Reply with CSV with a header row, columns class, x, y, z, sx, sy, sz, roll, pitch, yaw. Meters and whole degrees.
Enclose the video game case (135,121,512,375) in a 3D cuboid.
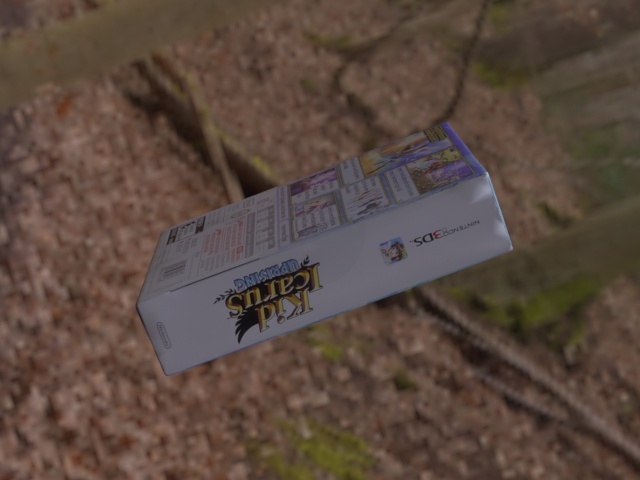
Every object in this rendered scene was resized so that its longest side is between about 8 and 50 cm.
class,x,y,z,sx,sy,sz,roll,pitch,yaw
video game case,0.000,0.000,1.294,0.269,0.244,0.061,-97,165,-79
